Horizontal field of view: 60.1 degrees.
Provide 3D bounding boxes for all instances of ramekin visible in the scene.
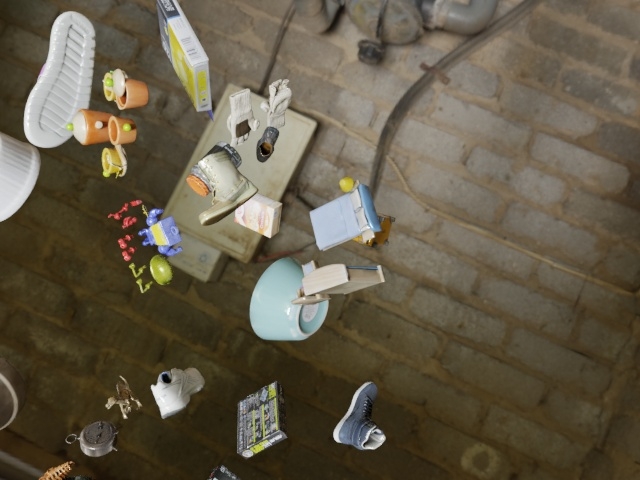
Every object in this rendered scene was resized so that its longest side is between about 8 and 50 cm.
[{"bbox_3d":[-1.010,-0.206,1.694,0.277,0.277,0.135,21,169,35],"label":"ramekin"}]

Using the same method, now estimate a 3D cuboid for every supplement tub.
[{"bbox_3d":[-0.381,-0.254,1.976,0.117,0.190,0.117,34,158,16],"label":"supplement tub"}]

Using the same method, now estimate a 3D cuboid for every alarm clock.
[{"bbox_3d":[-0.850,0.737,2.067,0.191,0.064,0.129,-1,-144,-9],"label":"alarm clock"}]

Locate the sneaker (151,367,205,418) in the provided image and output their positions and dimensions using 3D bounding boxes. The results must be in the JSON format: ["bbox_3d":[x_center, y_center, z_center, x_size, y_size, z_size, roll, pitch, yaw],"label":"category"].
[{"bbox_3d":[-0.485,0.488,1.896,0.129,0.111,0.297,62,-175,-4],"label":"sneaker"}]

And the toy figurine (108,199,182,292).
[{"bbox_3d":[-0.630,0.008,2.147,0.217,0.363,0.191,-12,-168,33],"label":"toy figurine"}]

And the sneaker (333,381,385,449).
[{"bbox_3d":[0.160,0.566,1.779,0.163,0.226,0.086,-5,134,52],"label":"sneaker"}]

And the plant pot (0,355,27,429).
[{"bbox_3d":[-1.168,0.553,1.774,0.323,0.323,0.280,25,-159,-11],"label":"plant pot"}]

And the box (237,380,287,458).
[{"bbox_3d":[-0.250,0.758,2.348,0.060,0.216,0.270,51,-165,-31],"label":"box"}]

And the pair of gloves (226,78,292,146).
[{"bbox_3d":[-0.192,-0.413,1.791,0.042,0.240,0.204,48,145,24],"label":"pair of gloves"}]

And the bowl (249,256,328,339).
[{"bbox_3d":[-0.086,0.231,1.971,0.163,0.312,0.311,18,172,35],"label":"bowl"}]

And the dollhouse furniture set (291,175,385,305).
[{"bbox_3d":[0.000,0.000,1.532,0.286,0.304,0.198,-22,164,32],"label":"dollhouse furniture set"}]

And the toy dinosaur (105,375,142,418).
[{"bbox_3d":[-0.527,0.421,1.502,0.093,0.053,0.183,65,177,-9],"label":"toy dinosaur"}]

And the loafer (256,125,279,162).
[{"bbox_3d":[-0.182,-0.300,1.803,0.062,0.061,0.170,21,150,-5],"label":"loafer"}]

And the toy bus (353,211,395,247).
[{"bbox_3d":[0.180,-0.047,1.971,0.130,0.108,0.332,17,-172,18],"label":"toy bus"}]

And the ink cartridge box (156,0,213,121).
[{"bbox_3d":[-0.440,-0.581,1.797,0.304,0.072,0.307,60,159,18],"label":"ink cartridge box"}]

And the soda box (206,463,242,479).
[{"bbox_3d":[-0.217,0.659,1.438,0.169,0.053,0.060,41,137,-4],"label":"soda box"}]

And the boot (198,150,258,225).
[{"bbox_3d":[-0.292,-0.148,1.533,0.165,0.213,0.077,52,139,-3],"label":"boot"}]

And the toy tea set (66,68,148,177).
[{"bbox_3d":[-0.553,-0.317,1.409,0.124,0.336,0.200,-9,-120,-39],"label":"toy tea set"}]

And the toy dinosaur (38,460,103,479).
[{"bbox_3d":[-0.759,0.746,1.604,0.218,0.164,0.322,25,144,-9],"label":"toy dinosaur"}]

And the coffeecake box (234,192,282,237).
[{"bbox_3d":[-0.261,-0.116,2.314,0.185,0.142,0.068,24,-145,20],"label":"coffeecake box"}]

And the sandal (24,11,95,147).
[{"bbox_3d":[-0.788,-0.483,1.691,0.169,0.417,0.102,19,-179,-45],"label":"sandal"}]
